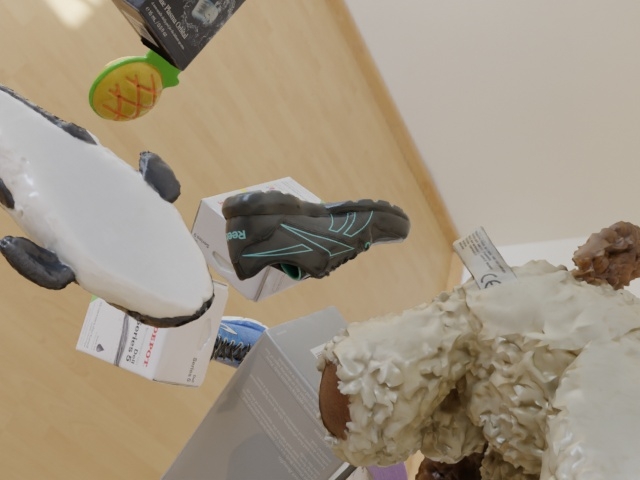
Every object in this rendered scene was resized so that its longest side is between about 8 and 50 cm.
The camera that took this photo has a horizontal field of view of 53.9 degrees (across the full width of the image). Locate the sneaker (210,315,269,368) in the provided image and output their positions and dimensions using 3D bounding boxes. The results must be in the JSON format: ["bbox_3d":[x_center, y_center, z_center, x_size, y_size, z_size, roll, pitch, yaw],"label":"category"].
[{"bbox_3d":[-0.232,0.230,1.380,0.147,0.330,0.130,-90,-157,-70],"label":"sneaker"}]

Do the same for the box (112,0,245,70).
[{"bbox_3d":[-0.204,-0.358,0.896,0.158,0.093,0.156,-51,162,-6],"label":"box"}]

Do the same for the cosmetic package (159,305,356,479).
[{"bbox_3d":[-0.039,0.190,0.582,0.127,0.238,0.107,49,34,21],"label":"cosmetic package"}]

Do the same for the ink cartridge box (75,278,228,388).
[{"bbox_3d":[-0.324,0.148,1.199,0.114,0.272,0.198,25,76,-47],"label":"ink cartridge box"}]

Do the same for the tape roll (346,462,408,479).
[{"bbox_3d":[-0.027,0.314,0.835,0.090,0.274,0.275,-108,174,-66],"label":"tape roll"}]

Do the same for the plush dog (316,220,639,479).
[{"bbox_3d":[0.156,0.131,0.402,0.210,0.262,0.225,-40,125,-29],"label":"plush dog"}]

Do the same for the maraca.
[{"bbox_3d":[-0.336,-0.287,1.153,0.099,0.185,0.127,53,-8,23],"label":"maraca"}]

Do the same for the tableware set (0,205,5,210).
[{"bbox_3d":[-0.462,-0.086,0.891,0.024,0.104,0.154,-40,84,-27],"label":"tableware set"}]

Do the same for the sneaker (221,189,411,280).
[{"bbox_3d":[0.000,0.000,0.806,0.267,0.101,0.106,1,80,-28],"label":"sneaker"}]

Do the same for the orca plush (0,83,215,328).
[{"bbox_3d":[-0.217,-0.021,0.495,0.287,0.102,0.151,30,49,-15],"label":"orca plush"}]

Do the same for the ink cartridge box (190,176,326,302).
[{"bbox_3d":[-0.072,-0.008,0.974,0.212,0.154,0.093,-22,142,-49],"label":"ink cartridge box"}]
